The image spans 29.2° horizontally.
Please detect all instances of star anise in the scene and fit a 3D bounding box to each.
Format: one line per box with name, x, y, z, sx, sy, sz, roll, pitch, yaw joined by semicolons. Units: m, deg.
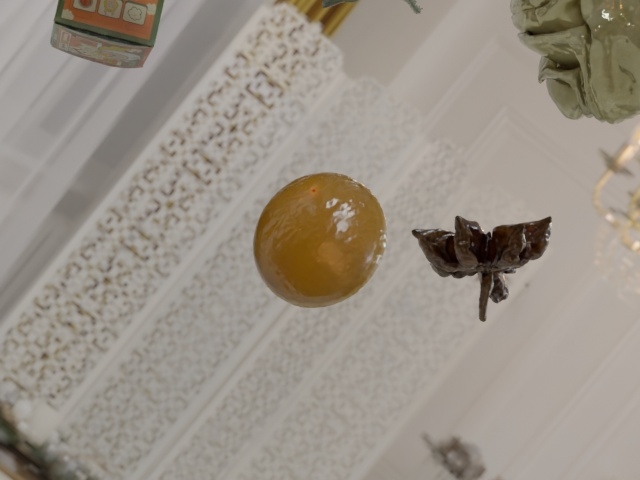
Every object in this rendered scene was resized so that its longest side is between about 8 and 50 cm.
star anise;0.243;0.022;1.790;0.212;0.196;0.111;34;34;-32

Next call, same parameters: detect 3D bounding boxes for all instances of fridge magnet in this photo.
fridge magnet;0.000;0.000;1.235;0.143;0.143;0.063;41;1;28

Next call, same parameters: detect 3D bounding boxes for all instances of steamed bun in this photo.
steamed bun;0.382;-0.300;1.756;0.289;0.203;0.276;50;15;-1

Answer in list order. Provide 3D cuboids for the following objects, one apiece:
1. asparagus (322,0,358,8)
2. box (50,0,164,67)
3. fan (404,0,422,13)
asparagus;0.109;-0.402;1.741;0.287;0.080;0.080;-11;-33;35
box;-0.376;-0.402;2.168;0.177;0.148;0.195;12;-5;-14
fan;0.078;-0.465;1.924;0.329;0.190;0.009;49;23;-40
